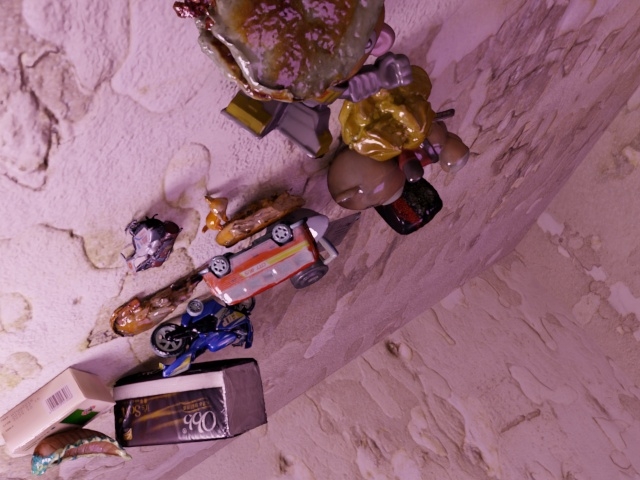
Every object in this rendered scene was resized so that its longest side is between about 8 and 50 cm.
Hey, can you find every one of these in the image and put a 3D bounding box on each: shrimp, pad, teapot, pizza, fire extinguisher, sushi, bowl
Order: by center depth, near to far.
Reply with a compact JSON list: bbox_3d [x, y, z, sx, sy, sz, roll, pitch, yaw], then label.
[{"bbox_3d":[-0.325,0.015,1.357,0.056,0.039,0.132,-7,144,-40],"label":"fire extinguisher"},{"bbox_3d":[-0.133,-0.058,1.463,0.226,0.069,0.147,-30,178,-9],"label":"pizza"},{"bbox_3d":[-0.359,0.139,1.522,0.262,0.066,0.117,-39,160,-5],"label":"shrimp"},{"bbox_3d":[-0.077,-0.026,1.622,0.189,0.086,0.189,-35,161,-14],"label":"bowl"},{"bbox_3d":[0.200,-0.120,1.691,0.126,0.225,0.136,-32,153,-13],"label":"sushi"},{"bbox_3d":[-0.038,0.054,1.819,0.111,0.108,0.149,-15,154,-40],"label":"teapot"},{"bbox_3d":[0.000,0.000,1.920,0.265,0.009,0.159,-20,153,-41],"label":"pad"}]

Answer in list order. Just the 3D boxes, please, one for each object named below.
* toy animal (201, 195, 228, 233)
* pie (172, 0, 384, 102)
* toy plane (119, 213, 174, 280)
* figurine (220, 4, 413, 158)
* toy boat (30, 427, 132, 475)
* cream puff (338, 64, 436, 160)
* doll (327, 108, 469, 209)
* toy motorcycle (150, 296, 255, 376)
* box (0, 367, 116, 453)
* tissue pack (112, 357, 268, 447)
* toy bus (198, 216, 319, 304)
[{"bbox_3d":[-0.219,-0.055,1.363,0.081,0.060,0.083,-37,168,-9],"label":"toy animal"},{"bbox_3d":[-0.039,-0.319,0.895,0.274,0.105,0.257,-40,117,-6],"label":"pie"},{"bbox_3d":[-0.338,0.010,1.270,0.053,0.078,0.197,-23,169,-43],"label":"toy plane"},{"bbox_3d":[-0.007,-0.291,1.060,0.343,0.167,0.284,-3,135,-55],"label":"figurine"},{"bbox_3d":[-0.584,0.512,1.629,0.108,0.099,0.293,-41,155,14],"label":"toy boat"},{"bbox_3d":[0.149,-0.263,1.381,0.221,0.194,0.194,-42,160,-2],"label":"cream puff"},{"bbox_3d":[0.167,-0.184,1.522,0.330,0.174,0.235,-27,-160,8],"label":"doll"},{"bbox_3d":[-0.282,0.238,1.713,0.316,0.168,0.113,-27,158,-29],"label":"toy motorcycle"},{"bbox_3d":[-0.631,0.414,1.602,0.212,0.095,0.168,-37,162,-4],"label":"box"},{"bbox_3d":[-0.356,0.429,1.775,0.370,0.198,0.210,-12,175,24],"label":"tissue pack"},{"bbox_3d":[-0.131,0.048,1.469,0.265,0.119,0.121,-27,-177,6],"label":"toy bus"}]
